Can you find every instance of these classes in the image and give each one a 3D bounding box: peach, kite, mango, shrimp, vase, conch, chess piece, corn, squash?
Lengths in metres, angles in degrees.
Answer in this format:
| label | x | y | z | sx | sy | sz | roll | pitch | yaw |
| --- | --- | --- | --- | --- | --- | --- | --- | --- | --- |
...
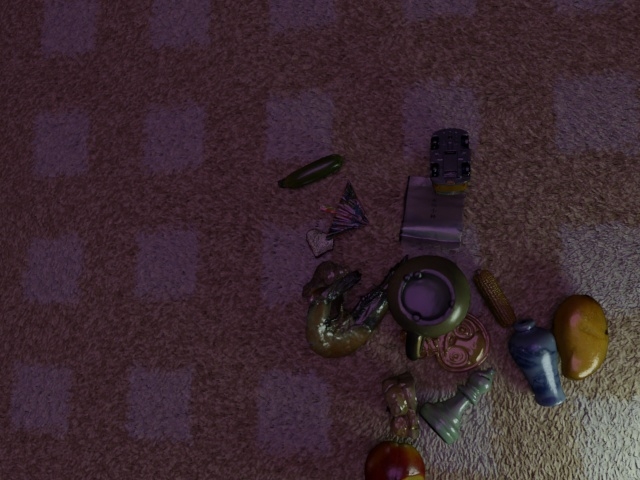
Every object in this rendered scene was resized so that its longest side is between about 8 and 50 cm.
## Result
| label | x | y | z | sx | sy | sz | roll | pitch | yaw |
| --- | --- | --- | --- | --- | --- | --- | --- | --- | --- |
| peach | 0.228 | 0.725 | 1.479 | 0.190 | 0.190 | 0.192 | -1 | 65 | 11 |
| kite | 0.087 | -0.100 | 1.675 | 0.183 | 0.014 | 0.241 | 16 | 78 | 1 |
| mango | 0.790 | 0.293 | 1.463 | 0.157 | 0.109 | 0.262 | 7 | 90 | 1 |
| shrimp | 0.124 | 0.191 | 1.556 | 0.445 | 0.085 | 0.272 | -45 | 122 | -5 |
| vase | 0.320 | 0.207 | 1.464 | 0.241 | 0.302 | 0.329 | 16 | 92 | 16 |
| conch | 0.021 | 0.158 | 1.610 | 0.207 | 0.130 | 0.155 | -35 | 66 | 19 |
| chess piece | 0.448 | 0.498 | 1.504 | 0.272 | 0.139 | 0.139 | -42 | 78 | -7 |
| corn | 0.558 | 0.184 | 1.536 | 0.068 | 0.068 | 0.207 | -29 | 79 | 6 |
| squash | -0.036 | -0.237 | 1.695 | 0.252 | 0.066 | 0.066 | -24 | 80 | 8 |

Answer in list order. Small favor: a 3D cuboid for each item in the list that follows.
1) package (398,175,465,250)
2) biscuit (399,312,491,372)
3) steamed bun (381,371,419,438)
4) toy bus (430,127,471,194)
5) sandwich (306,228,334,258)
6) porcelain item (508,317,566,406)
| label | x | y | z | sx | sy | sz | roll | pitch | yaw |
| --- | --- | --- | --- | --- | --- | --- | --- | --- | --- |
| package | 0.377 | -0.094 | 1.611 | 0.204 | 0.062 | 0.250 | 8 | 72 | 12 |
| biscuit | 0.406 | 0.317 | 1.565 | 0.289 | 0.044 | 0.202 | 17 | 87 | 10 |
| steamed bun | 0.249 | 0.507 | 1.503 | 0.106 | 0.192 | 0.177 | -5 | 104 | 9 |
| toy bus | 0.423 | -0.250 | 1.565 | 0.126 | 0.136 | 0.209 | 0 | 67 | 14 |
| sandwich | 0.000 | 0.000 | 1.677 | 0.093 | 0.036 | 0.104 | -31 | 79 | 6 |
| porcelain item | 0.665 | 0.369 | 1.466 | 0.141 | 0.141 | 0.259 | -21 | 90 | 8 |
